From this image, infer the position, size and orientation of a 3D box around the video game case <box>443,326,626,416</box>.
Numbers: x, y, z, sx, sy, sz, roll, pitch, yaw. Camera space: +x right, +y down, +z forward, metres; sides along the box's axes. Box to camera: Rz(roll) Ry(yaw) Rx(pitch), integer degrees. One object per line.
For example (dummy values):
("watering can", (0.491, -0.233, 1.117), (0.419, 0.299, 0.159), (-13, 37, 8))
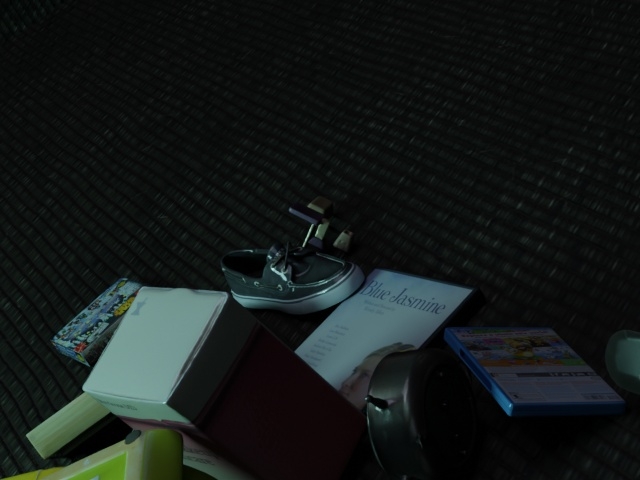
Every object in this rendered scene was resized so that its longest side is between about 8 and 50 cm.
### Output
("video game case", (0.202, 0.124, 1.404), (0.119, 0.015, 0.166), (1, 21, -18))

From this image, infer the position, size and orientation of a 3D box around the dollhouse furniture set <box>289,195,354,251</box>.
("dollhouse furniture set", (0.000, 0.000, 1.890), (0.081, 0.091, 0.114), (-67, -7, 18))

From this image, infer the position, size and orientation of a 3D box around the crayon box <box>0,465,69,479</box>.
("crayon box", (-0.403, 0.368, 1.612), (0.319, 0.081, 0.202), (-17, 31, 28))

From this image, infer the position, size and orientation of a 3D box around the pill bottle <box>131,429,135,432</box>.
("pill bottle", (-0.158, 0.220, 1.585), (0.094, 0.094, 0.169), (-6, 46, 39))

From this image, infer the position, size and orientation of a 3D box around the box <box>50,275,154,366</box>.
("box", (-0.291, 0.108, 1.984), (0.137, 0.027, 0.094), (-44, 31, -23))

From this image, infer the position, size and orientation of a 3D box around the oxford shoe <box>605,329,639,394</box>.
("oxford shoe", (0.350, 0.126, 1.273), (0.076, 0.076, 0.212), (-1, 21, -35))

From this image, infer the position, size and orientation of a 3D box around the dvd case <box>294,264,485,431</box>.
("dvd case", (0.044, 0.127, 1.622), (0.253, 0.022, 0.180), (-44, 30, -24))

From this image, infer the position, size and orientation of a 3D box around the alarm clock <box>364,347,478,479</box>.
("alarm clock", (0.110, 0.160, 1.399), (0.064, 0.129, 0.192), (-12, 12, 30))

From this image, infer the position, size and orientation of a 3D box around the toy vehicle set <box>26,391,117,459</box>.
("toy vehicle set", (-0.216, 0.164, 1.719), (0.267, 0.035, 0.166), (-36, -4, -9))

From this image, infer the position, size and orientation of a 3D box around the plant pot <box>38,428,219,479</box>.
("plant pot", (-0.176, 0.318, 1.332), (0.227, 0.207, 0.228), (-26, 27, 12))

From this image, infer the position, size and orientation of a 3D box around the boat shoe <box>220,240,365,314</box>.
("boat shoe", (-0.042, 0.036, 1.784), (0.080, 0.076, 0.228), (-46, 26, -27))

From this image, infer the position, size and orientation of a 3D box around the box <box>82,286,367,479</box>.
("box", (-0.091, 0.162, 1.449), (0.149, 0.232, 0.127), (1, 55, 49))
